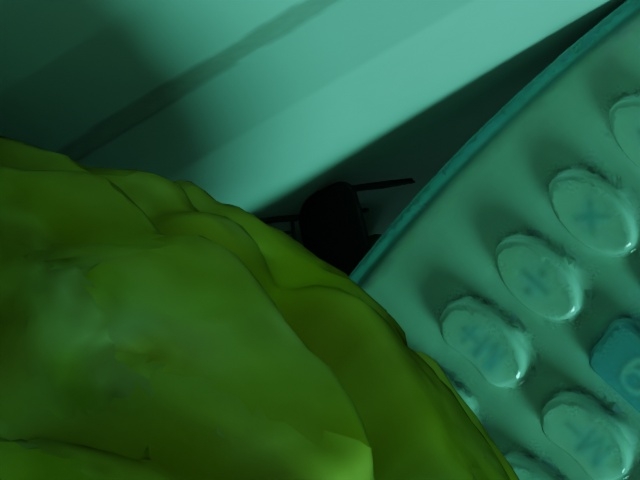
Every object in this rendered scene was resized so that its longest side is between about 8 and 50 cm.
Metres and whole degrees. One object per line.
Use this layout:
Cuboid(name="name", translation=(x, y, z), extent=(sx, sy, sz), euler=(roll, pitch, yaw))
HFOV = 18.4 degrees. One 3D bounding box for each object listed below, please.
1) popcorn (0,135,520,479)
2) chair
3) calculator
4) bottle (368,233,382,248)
Cuboid(name="popcorn", translation=(-0.078, 0.140, 0.578), extent=(0.354, 0.344, 0.390), euler=(2, 153, -33))
Cuboid(name="chair", translation=(0.000, 0.000, 0.756), extent=(0.086, 0.037, 0.042), euler=(-12, 171, -36))
Cuboid(name="calculator", translation=(0.115, 0.085, 0.704), extent=(0.386, 0.256, 0.054), euler=(-53, 164, 21))
Cuboid(name="bottle", translation=(-0.059, 0.056, 0.802), extent=(0.202, 0.072, 0.072), euler=(-17, 162, -14))
